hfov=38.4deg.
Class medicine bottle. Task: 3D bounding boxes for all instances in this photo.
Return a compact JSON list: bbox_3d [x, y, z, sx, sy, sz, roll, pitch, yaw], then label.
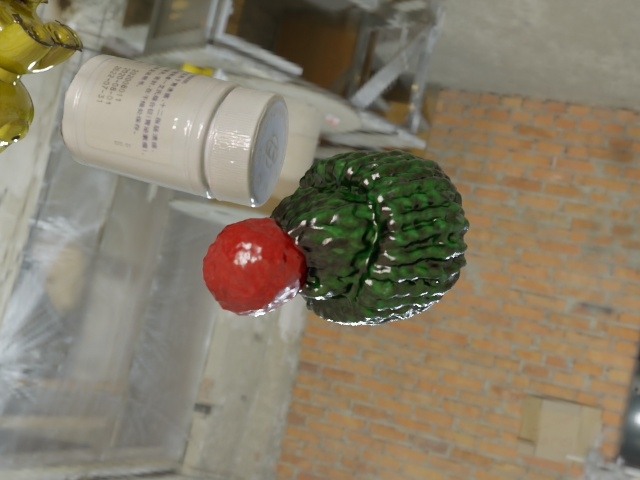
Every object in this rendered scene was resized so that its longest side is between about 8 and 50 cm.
[{"bbox_3d":[-0.225,-0.177,1.484,0.332,0.190,0.190,15,176,17],"label":"medicine bottle"}]

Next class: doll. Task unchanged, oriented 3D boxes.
[{"bbox_3d":[-0.346,-0.153,0.926,0.135,0.221,0.143,47,-159,8],"label":"doll"}]

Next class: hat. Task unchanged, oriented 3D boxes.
[{"bbox_3d":[0.000,0.000,1.178,0.332,0.242,0.274,-7,164,-30],"label":"hat"}]
